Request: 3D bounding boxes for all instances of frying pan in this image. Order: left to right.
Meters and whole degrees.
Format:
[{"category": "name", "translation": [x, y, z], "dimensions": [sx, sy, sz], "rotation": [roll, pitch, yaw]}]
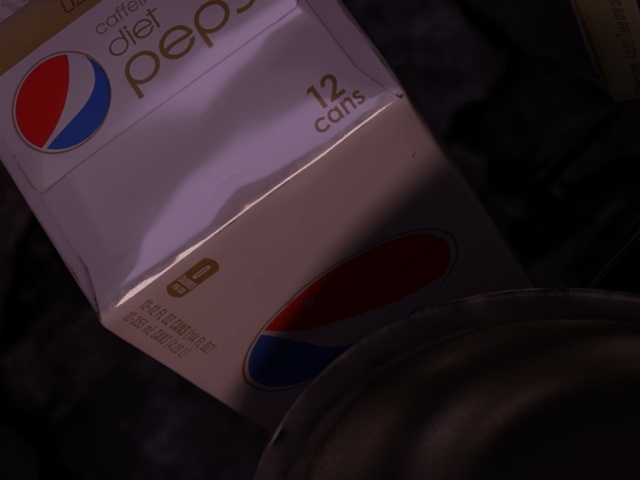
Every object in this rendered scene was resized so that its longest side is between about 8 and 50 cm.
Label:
[{"category": "frying pan", "translation": [0.114, 0.141, 0.349], "dimensions": [0.326, 0.053, 0.197], "rotation": [45, 131, 10]}]

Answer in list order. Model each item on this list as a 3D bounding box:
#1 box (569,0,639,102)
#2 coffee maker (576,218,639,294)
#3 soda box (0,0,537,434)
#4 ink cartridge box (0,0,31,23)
[{"category": "box", "translation": [0.174, -0.155, 0.413], "dimensions": [0.243, 0.117, 0.214], "rotation": [-3, 73, 15]}, {"category": "coffee maker", "translation": [0.155, 0.053, 0.446], "dimensions": [0.171, 0.120, 0.178], "rotation": [-38, 66, -6]}, {"category": "soda box", "translation": [0.000, 0.000, 0.449], "dimensions": [0.074, 0.216, 0.069], "rotation": [-36, 67, 3]}, {"category": "ink cartridge box", "translation": [-0.109, -0.164, 0.579], "dimensions": [0.223, 0.045, 0.224], "rotation": [29, 89, 41]}]
